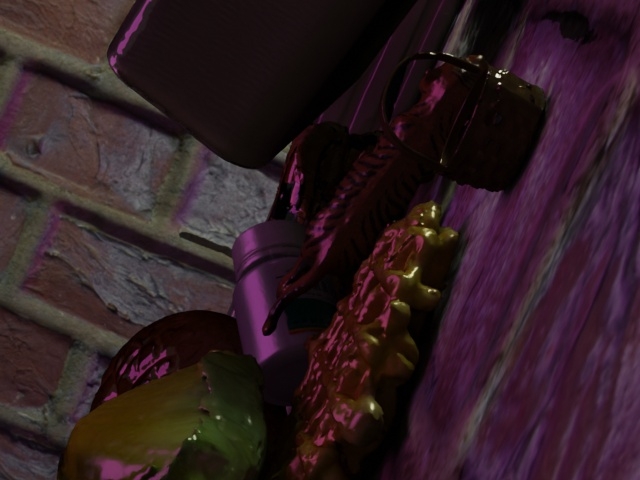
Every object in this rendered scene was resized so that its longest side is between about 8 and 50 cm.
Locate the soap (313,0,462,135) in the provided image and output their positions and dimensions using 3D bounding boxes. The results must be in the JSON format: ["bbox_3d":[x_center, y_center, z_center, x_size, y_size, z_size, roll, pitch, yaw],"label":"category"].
[{"bbox_3d":[0.052,-0.186,1.568,0.065,0.122,0.203,-84,19,-76],"label":"soap"}]

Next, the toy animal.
[{"bbox_3d":[0.034,-0.031,1.077,0.241,0.057,0.099,-51,-5,-11],"label":"toy animal"}]

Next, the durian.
[{"bbox_3d":[-0.089,0.136,0.961,0.139,0.101,0.250,-26,6,0],"label":"durian"}]

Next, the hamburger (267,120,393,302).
[{"bbox_3d":[0.000,0.000,1.355,0.231,0.106,0.231,-164,90,-83],"label":"hamburger"}]

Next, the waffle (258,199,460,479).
[{"bbox_3d":[0.013,0.089,0.962,0.238,0.058,0.243,119,174,-51],"label":"waffle"}]

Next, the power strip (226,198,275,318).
[{"bbox_3d":[-0.025,0.018,1.659,0.062,0.091,0.385,-162,95,-83],"label":"power strip"}]

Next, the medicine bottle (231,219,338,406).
[{"bbox_3d":[-0.025,0.054,1.187,0.080,0.080,0.130,117,148,-45],"label":"medicine bottle"}]

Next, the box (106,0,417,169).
[{"bbox_3d":[0.026,-0.265,1.229,0.344,0.177,0.352,-54,-1,27],"label":"box"}]

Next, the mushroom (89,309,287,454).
[{"bbox_3d":[-0.112,0.176,1.259,0.253,0.153,0.253,-38,46,53],"label":"mushroom"}]

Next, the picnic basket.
[{"bbox_3d":[0.073,-0.068,0.841,0.072,0.083,0.072,-156,90,-87],"label":"picnic basket"}]
